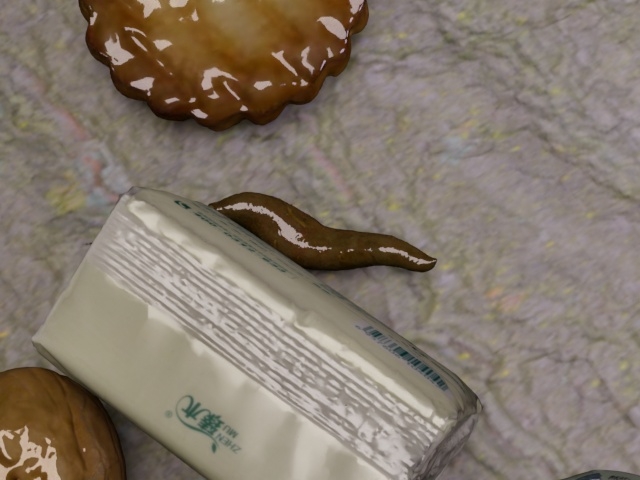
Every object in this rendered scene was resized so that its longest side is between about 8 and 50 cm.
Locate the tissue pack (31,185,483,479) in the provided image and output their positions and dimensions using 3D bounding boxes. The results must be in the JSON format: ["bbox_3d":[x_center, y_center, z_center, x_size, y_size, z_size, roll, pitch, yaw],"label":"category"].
[{"bbox_3d":[-0.049,0.132,1.566,0.380,0.297,0.207,35,93,13],"label":"tissue pack"}]

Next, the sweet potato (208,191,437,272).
[{"bbox_3d":[0.002,0.002,1.722,0.249,0.069,0.059,18,44,10],"label":"sweet potato"}]

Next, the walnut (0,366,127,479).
[{"bbox_3d":[-0.292,0.238,1.620,0.195,0.195,0.222,-18,80,-1],"label":"walnut"}]

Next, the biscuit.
[{"bbox_3d":[-0.106,-0.273,1.782,0.325,0.107,0.326,0,78,2],"label":"biscuit"}]

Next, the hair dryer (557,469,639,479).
[{"bbox_3d":[0.234,0.301,1.600,0.167,0.067,0.199,0,35,24],"label":"hair dryer"}]
